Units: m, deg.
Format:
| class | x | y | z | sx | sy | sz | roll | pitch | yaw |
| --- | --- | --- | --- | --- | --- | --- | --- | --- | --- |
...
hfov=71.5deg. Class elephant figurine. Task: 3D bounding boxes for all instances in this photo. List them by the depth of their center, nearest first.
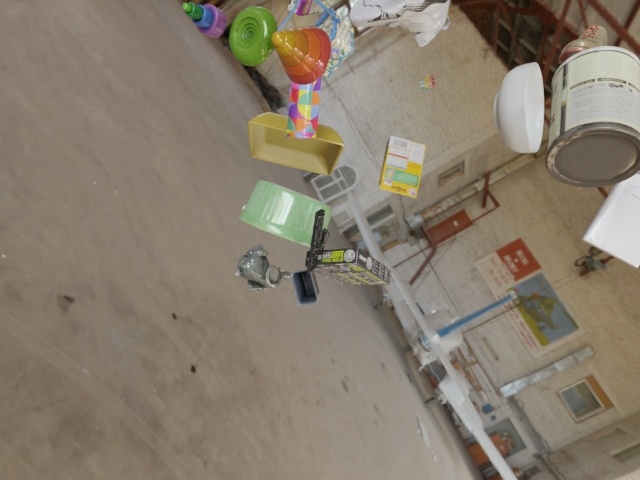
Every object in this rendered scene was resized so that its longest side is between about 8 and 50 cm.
| class | x | y | z | sx | sy | sz | roll | pitch | yaw |
| --- | --- | --- | --- | --- | --- | --- | --- | --- | --- |
| elephant figurine | -0.229 | 0.145 | 1.874 | 0.239 | 0.186 | 0.169 | 52 | -9 | -19 |

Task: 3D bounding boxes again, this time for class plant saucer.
| class | x | y | z | sx | sy | sz | roll | pitch | yaw |
| --- | --- | --- | --- | --- | --- | --- | --- | --- | --- |
| plant saucer | -0.090 | -0.358 | 1.628 | 0.333 | 0.332 | 0.081 | 127 | -24 | -78 |

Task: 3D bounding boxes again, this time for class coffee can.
| class | x | y | z | sx | sy | sz | roll | pitch | yaw |
| --- | --- | --- | --- | --- | --- | --- | --- | --- | --- |
| coffee can | 0.665 | -0.298 | 1.078 | 0.201 | 0.201 | 0.276 | 52 | 49 | -47 |

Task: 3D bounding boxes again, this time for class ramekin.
| class | x | y | z | sx | sy | sz | roll | pitch | yaw |
| --- | --- | --- | --- | --- | --- | --- | --- | --- | --- |
| ramekin | -0.108 | -0.090 | 1.500 | 0.303 | 0.148 | 0.303 | 21 | 2 | -1 |

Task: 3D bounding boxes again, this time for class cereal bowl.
| class | x | y | z | sx | sy | sz | roll | pitch | yaw |
| --- | --- | --- | --- | --- | --- | --- | --- | --- | --- |
| cereal bowl | 0.766 | -0.507 | 1.732 | 0.338 | 0.141 | 0.340 | -8 | 100 | -54 |

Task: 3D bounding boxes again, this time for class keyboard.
| class | x | y | z | sx | sy | sz | roll | pitch | yaw |
| --- | --- | --- | --- | --- | --- | --- | --- | --- | --- |
| keyboard | 0.000 | 0.000 | 1.313 | 0.100 | 0.038 | 0.192 | -49 | 151 | -66 |

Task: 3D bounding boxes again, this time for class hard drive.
| class | x | y | z | sx | sy | sz | roll | pitch | yaw |
| --- | --- | --- | --- | --- | --- | --- | --- | --- | --- |
| hard drive | 1.153 | -0.091 | 1.645 | 0.210 | 0.319 | 0.040 | 31 | 5 | 10 |

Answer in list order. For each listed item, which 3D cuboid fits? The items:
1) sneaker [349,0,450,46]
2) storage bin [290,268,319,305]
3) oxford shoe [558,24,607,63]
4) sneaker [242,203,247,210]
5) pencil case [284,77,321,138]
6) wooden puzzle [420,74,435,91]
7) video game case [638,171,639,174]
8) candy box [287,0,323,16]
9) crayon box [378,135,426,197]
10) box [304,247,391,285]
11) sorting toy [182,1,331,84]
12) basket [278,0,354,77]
| class | x | y | z | sx | sy | sz | roll | pitch | yaw |
| --- | --- | --- | --- | --- | --- | --- | --- | --- | --- |
| sneaker | 0.296 | -0.794 | 1.597 | 0.210 | 0.365 | 0.138 | 58 | 20 | -59 |
| storage bin | -0.056 | 0.170 | 1.701 | 0.091 | 0.098 | 0.135 | -34 | 110 | -72 |
| oxford shoe | 0.878 | -0.650 | 1.479 | 0.348 | 0.122 | 0.130 | -22 | 122 | -52 |
| sneaker | -0.263 | -0.136 | 1.922 | 0.095 | 0.105 | 0.236 | 39 | 0 | -30 |
| pencil case | -0.053 | -0.421 | 1.334 | 0.104 | 0.104 | 0.237 | -105 | -159 | -63 |
| wooden puzzle | 0.381 | -0.560 | 1.583 | 0.006 | 0.049 | 0.083 | 55 | 30 | -53 |
| video game case | 1.006 | -0.294 | 1.241 | 0.196 | 0.274 | 0.026 | 28 | 26 | 5 |
| candy box | -0.048 | -1.099 | 1.978 | 0.071 | 0.159 | 0.233 | 32 | 36 | 5 |
| crayon box | 0.433 | -0.381 | 2.382 | 0.083 | 0.202 | 0.323 | 112 | -7 | -72 |
| box | 0.106 | 0.102 | 1.630 | 0.270 | 0.216 | 0.060 | 31 | 60 | -50 |
| sorting toy | -0.156 | -0.444 | 0.943 | 0.365 | 0.127 | 0.126 | 29 | 17 | 23 |
| basket | -0.018 | -0.814 | 1.783 | 0.288 | 0.254 | 0.201 | 23 | 51 | -29 |
